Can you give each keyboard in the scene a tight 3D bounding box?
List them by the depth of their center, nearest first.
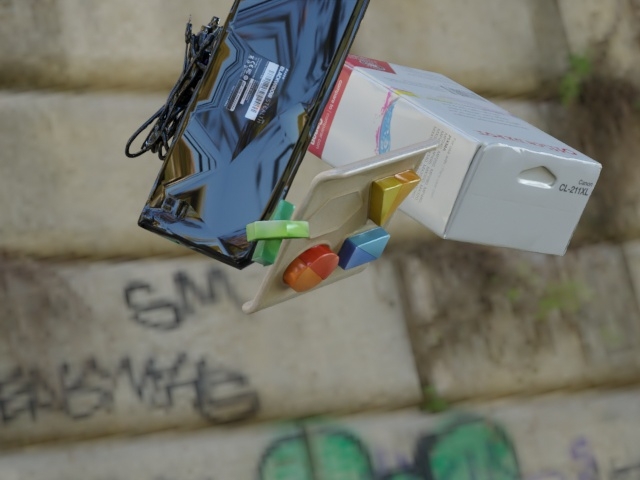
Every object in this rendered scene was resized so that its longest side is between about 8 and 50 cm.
[{"bbox_3d":[-0.039,-0.084,1.049,0.100,0.192,0.038,23,-4,18],"label":"keyboard"}]

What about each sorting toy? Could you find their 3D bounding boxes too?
[{"bbox_3d":[0.000,0.000,0.563,0.083,0.012,0.062,-20,-31,-50],"label":"sorting toy"}]

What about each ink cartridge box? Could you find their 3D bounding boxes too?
[{"bbox_3d":[0.083,-0.061,1.277,0.127,0.072,0.175,8,19,-43],"label":"ink cartridge box"}]
